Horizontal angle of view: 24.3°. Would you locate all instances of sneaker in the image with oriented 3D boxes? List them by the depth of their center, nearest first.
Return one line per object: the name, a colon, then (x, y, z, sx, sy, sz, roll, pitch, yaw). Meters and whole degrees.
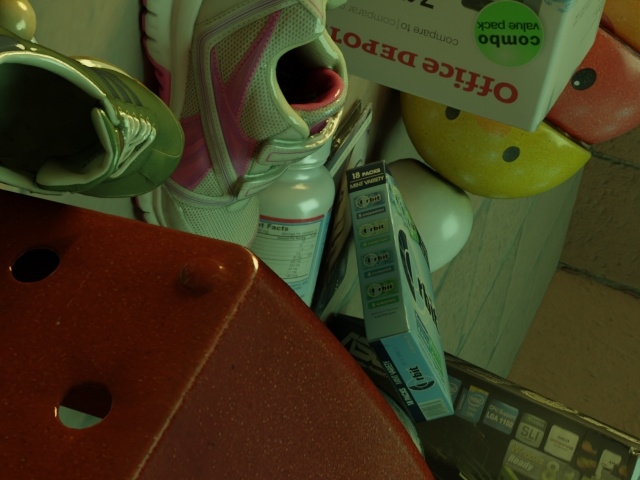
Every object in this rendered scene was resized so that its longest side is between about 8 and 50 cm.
sneaker: (-0.109, -0.043, 0.619, 0.064, 0.086, 0.192, -55, 145, 7)
sneaker: (-0.043, -0.074, 0.904, 0.252, 0.111, 0.103, 95, 20, -47)

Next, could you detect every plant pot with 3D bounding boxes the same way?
plant pot: (-0.118, 0.126, 0.635, 0.235, 0.267, 0.267, 79, 32, -47)

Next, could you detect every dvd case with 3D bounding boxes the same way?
dvd case: (0.000, 0.000, 1.376, 0.164, 0.018, 0.221, -56, 160, -46)

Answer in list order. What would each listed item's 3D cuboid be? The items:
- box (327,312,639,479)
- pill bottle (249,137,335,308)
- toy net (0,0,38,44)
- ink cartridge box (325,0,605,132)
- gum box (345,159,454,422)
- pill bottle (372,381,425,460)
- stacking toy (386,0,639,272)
box: (0.124, 0.285, 1.480, 0.097, 0.395, 0.318, 17, 95, -49)
pill bottle: (-0.038, -0.012, 1.061, 0.087, 0.087, 0.160, -46, 152, -60)
toy net: (-0.134, -0.118, 0.631, 0.122, 0.045, 0.232, -49, 155, -58)
ink cartridge box: (0.125, -0.260, 1.113, 0.197, 0.198, 0.270, -52, 157, -54)
gum box: (0.072, 0.047, 1.338, 0.157, 0.041, 0.184, 60, 18, -51)
pill bottle: (-0.001, 0.200, 1.318, 0.318, 0.176, 0.176, 45, 66, -75)
stacking toy: (0.201, -0.157, 1.466, 0.480, 0.351, 0.350, -57, 169, 11)
